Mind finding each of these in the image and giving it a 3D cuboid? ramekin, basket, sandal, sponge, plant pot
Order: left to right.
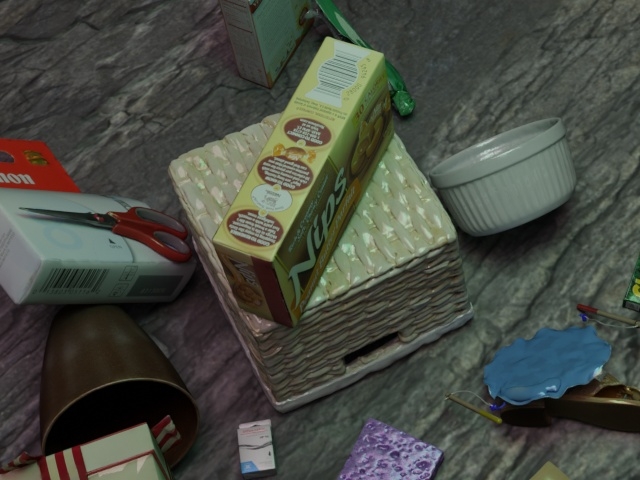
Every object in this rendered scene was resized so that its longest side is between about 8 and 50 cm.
[{"bbox_3d":[-0.302,0.193,1.859,0.215,0.215,0.230,-23,44,-6],"label":"plant pot"},{"bbox_3d":[0.000,0.000,1.879,0.328,0.266,0.331,-26,60,-6],"label":"basket"},{"bbox_3d":[0.072,0.354,1.808,0.117,0.031,0.210,22,67,18],"label":"sponge"},{"bbox_3d":[0.271,-0.088,1.932,0.207,0.207,0.109,-24,98,-7],"label":"ramekin"},{"bbox_3d":[0.367,0.207,1.824,0.240,0.088,0.079,-1,57,14],"label":"sandal"}]

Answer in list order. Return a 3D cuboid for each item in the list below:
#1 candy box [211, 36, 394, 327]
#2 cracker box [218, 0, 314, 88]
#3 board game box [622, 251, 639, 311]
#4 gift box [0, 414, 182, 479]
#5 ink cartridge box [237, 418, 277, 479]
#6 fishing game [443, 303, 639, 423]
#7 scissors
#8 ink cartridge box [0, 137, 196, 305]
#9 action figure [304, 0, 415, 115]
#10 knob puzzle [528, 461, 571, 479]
[{"bbox_3d":[-0.013,-0.072,1.662,0.087,0.183,0.316,20,66,19],"label":"candy box"},{"bbox_3d":[-0.084,-0.372,2.107,0.067,0.232,0.156,23,66,18],"label":"cracker box"},{"bbox_3d":[0.542,0.002,1.947,0.136,0.030,0.260,19,65,14],"label":"board game box"},{"bbox_3d":[-0.271,0.381,1.688,0.255,0.276,0.258,-16,50,-8],"label":"gift box"},{"bbox_3d":[-0.089,0.287,1.865,0.048,0.028,0.083,-10,60,1],"label":"ink cartridge box"},{"bbox_3d":[0.313,0.174,1.824,0.264,0.041,0.189,-32,22,-23],"label":"fishing game"},{"bbox_3d":[-0.304,-0.031,1.887,0.021,0.297,0.109,-54,40,23],"label":"scissors"},{"bbox_3d":[-0.402,-0.062,1.944,0.385,0.308,0.091,48,116,27],"label":"ink cartridge box"},{"bbox_3d":[0.069,-0.285,2.122,0.063,0.137,0.232,-44,72,9],"label":"action figure"},{"bbox_3d":[0.299,0.416,1.748,0.213,0.030,0.213,-2,62,5],"label":"knob puzzle"}]
